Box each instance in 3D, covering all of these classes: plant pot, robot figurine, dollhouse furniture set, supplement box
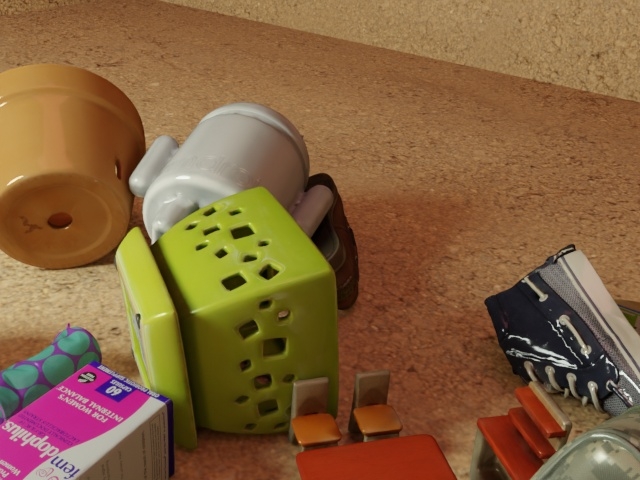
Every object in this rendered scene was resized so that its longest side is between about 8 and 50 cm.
[{"bbox_3d":[-0.407,-0.094,1.123,0.290,0.291,0.204,-6,47,-19],"label":"plant pot"},{"bbox_3d":[-0.134,-0.078,1.099,0.299,0.200,0.353,20,42,3],"label":"robot figurine"},{"bbox_3d":[0.107,0.227,0.727,0.259,0.135,0.262,-4,29,-16],"label":"dollhouse furniture set"},{"bbox_3d":[-0.116,0.094,0.855,0.207,0.228,0.227,-13,33,-20],"label":"plant pot"},{"bbox_3d":[-0.252,0.230,0.688,0.111,0.114,0.220,20,33,23],"label":"supplement box"}]

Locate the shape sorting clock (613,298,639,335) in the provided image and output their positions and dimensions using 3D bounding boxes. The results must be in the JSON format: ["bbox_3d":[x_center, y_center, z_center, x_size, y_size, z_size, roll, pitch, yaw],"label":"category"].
[{"bbox_3d":[0.449,0.154,1.019,0.206,0.040,0.206,4,33,-3],"label":"shape sorting clock"}]

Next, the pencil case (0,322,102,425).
[{"bbox_3d":[-0.334,0.160,0.852,0.070,0.064,0.151,42,38,11],"label":"pencil case"}]

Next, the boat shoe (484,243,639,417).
[{"bbox_3d":[0.337,0.173,0.917,0.158,0.127,0.341,-29,46,10],"label":"boat shoe"}]

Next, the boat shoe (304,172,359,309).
[{"bbox_3d":[0.000,0.000,1.172,0.110,0.104,0.307,-25,30,14],"label":"boat shoe"}]

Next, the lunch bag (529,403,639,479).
[{"bbox_3d":[0.306,0.280,0.549,0.256,0.213,0.305,-3,41,-48],"label":"lunch bag"}]
